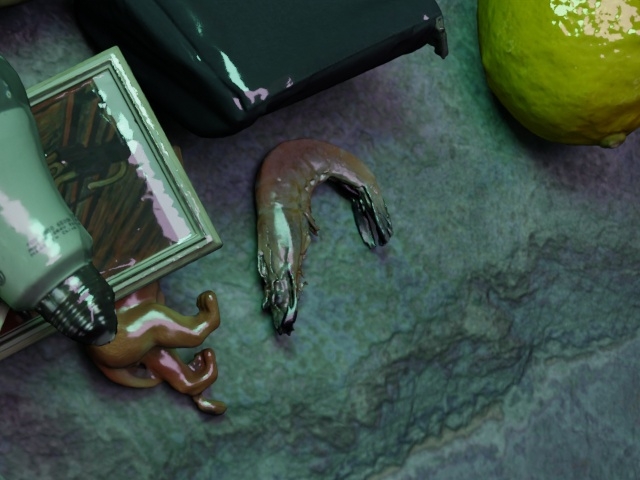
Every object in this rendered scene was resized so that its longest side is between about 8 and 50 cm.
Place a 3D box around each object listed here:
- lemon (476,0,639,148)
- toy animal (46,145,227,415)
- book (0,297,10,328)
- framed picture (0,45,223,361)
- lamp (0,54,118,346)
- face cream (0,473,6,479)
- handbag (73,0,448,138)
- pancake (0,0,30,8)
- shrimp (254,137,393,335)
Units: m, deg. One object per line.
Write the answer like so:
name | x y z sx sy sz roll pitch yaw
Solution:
lemon | 0.290 -0.240 1.492 0.234 0.233 0.288 -2 75 -28
toy animal | -0.189 0.025 1.247 0.158 0.097 0.312 -11 82 -18
book | -0.393 0.017 1.061 0.289 0.026 0.201 22 22 -11
framed picture | -0.256 -0.027 1.194 0.273 0.016 0.216 -29 86 -8
lamp | -0.286 -0.048 1.072 0.182 0.182 0.314 -31 65 -32
face cream | -0.361 0.241 1.012 0.201 0.201 0.187 27 64 -18
handbag | -0.058 -0.216 1.334 0.302 0.178 0.275 -31 74 -33
pancake | -0.307 -0.317 1.251 0.242 0.050 0.241 -3 70 8
shrimp | 0.000 0.000 1.371 0.152 0.046 0.219 13 68 -20
